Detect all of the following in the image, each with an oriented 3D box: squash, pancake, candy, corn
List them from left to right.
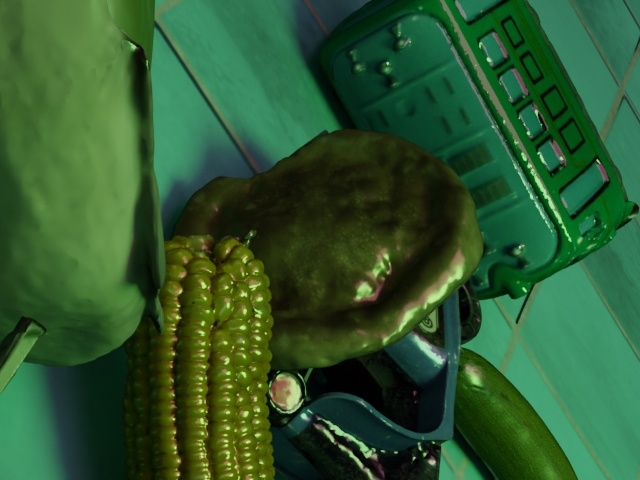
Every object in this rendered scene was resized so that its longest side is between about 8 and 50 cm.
[{"bbox_3d":[-0.173,-0.125,0.694,0.386,0.186,0.427,-107,-168,-52],"label":"candy"},{"bbox_3d":[-0.074,0.147,0.811,0.102,0.102,0.313,13,68,-52],"label":"corn"},{"bbox_3d":[0.000,-0.001,0.944,0.042,0.236,0.222,82,-2,-46],"label":"pancake"},{"bbox_3d":[0.184,0.202,1.209,0.080,0.071,0.318,-39,108,-21],"label":"squash"}]

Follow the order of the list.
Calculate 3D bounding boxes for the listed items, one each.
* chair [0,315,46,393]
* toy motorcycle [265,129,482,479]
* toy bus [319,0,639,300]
[{"bbox_3d":[-0.254,0.116,0.528,0.203,0.190,0.275,36,70,-36],"label":"chair"},{"bbox_3d":[0.023,0.097,1.007,0.212,0.125,0.359,33,40,-27],"label":"toy motorcycle"},{"bbox_3d":[0.154,-0.107,1.271,0.344,0.183,0.199,59,35,-7],"label":"toy bus"}]
